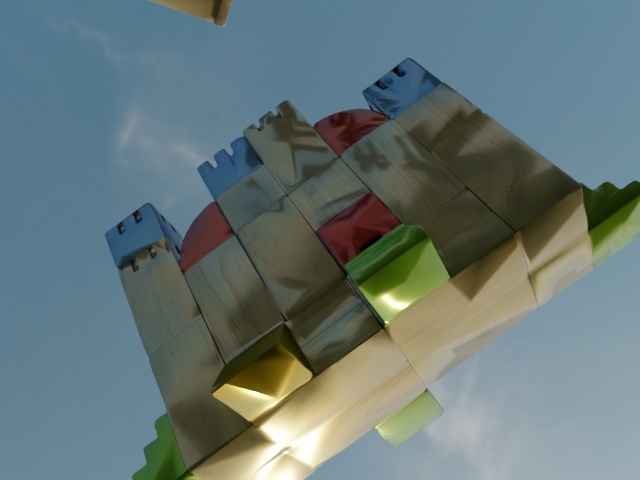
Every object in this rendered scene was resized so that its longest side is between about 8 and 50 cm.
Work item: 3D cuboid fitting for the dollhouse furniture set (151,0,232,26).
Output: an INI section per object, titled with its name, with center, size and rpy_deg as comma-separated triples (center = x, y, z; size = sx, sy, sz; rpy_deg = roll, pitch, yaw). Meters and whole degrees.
[dollhouse furniture set]
center = -0.135, -0.365, 0.623
size = 0.161, 0.212, 0.242
rpy_deg = 15, -53, -15

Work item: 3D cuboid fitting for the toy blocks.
[toy blocks]
center = 0.000, 0.000, 0.495
size = 0.381, 0.261, 0.190
rpy_deg = -36, -43, 0
